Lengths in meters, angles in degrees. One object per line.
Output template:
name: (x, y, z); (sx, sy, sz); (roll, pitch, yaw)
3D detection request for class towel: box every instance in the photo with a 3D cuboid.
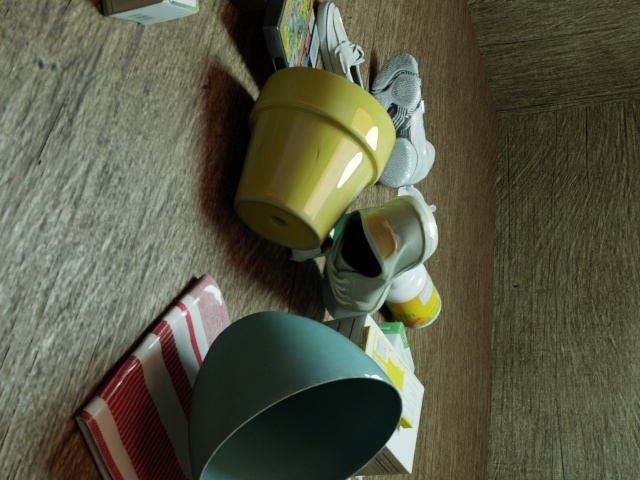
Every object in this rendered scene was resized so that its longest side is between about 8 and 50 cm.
towel: (-0.195, 0.228, 1.018); (0.329, 0.037, 0.237); (-56, 135, -56)

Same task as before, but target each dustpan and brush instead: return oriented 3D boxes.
dustpan and brush: (0.301, -0.093, 2.216); (0.211, 0.060, 0.147); (-11, 96, -67)

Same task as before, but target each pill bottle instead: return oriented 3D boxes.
pill bottle: (0.219, 0.119, 1.886); (0.245, 0.136, 0.136); (55, 38, -50)

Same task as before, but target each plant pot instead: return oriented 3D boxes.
plant pot: (-0.060, 0.212, 1.003); (0.195, 0.290, 0.290); (57, 1, 39)
plant pot: (-0.028, -0.124, 1.247); (0.239, 0.254, 0.254); (-65, 147, -21)

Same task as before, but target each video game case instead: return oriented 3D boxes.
video game case: (-0.051, -0.394, 1.400); (0.248, 0.035, 0.275); (75, 19, -52)

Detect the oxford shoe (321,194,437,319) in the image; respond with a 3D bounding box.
oxford shoe: (0.066, 0.047, 1.358); (0.169, 0.130, 0.449); (67, -24, 14)

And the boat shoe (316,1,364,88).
boat shoe: (0.056, -0.413, 1.664); (0.096, 0.088, 0.267); (-32, 116, -64)

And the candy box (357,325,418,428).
candy box: (0.127, 0.261, 1.378); (0.206, 0.027, 0.105); (51, 41, -35)

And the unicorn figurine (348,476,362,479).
unicorn figurine: (0.076, 0.452, 1.579); (0.111, 0.060, 0.162); (40, 52, -51)

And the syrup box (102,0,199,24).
syrup box: (-0.238, -0.418, 0.960); (0.093, 0.096, 0.237); (-24, 107, -68)

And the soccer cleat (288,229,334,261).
soccer cleat: (0.000, 0.000, 1.468); (0.196, 0.076, 0.068); (-39, 121, -63)

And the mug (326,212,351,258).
mug: (0.077, 0.016, 1.619); (0.129, 0.097, 0.157); (32, 56, -62)

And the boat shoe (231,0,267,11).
boat shoe: (-0.149, -0.477, 1.216); (0.223, 0.080, 0.073); (50, 36, -62)

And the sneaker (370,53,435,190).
sneaker: (0.229, -0.313, 2.005); (0.210, 0.137, 0.366); (17, 76, -66)

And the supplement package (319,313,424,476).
supplement package: (0.075, 0.310, 1.443); (0.262, 0.145, 0.204); (54, 37, -33)

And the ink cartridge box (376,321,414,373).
ink cartridge box: (0.154, 0.320, 1.758); (0.208, 0.087, 0.153); (-59, 139, -55)
